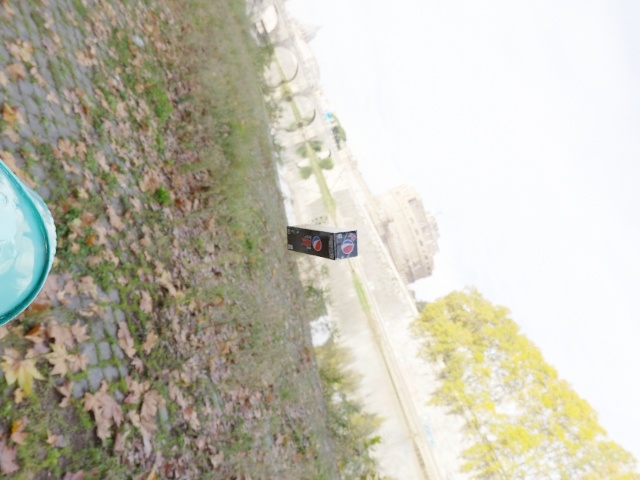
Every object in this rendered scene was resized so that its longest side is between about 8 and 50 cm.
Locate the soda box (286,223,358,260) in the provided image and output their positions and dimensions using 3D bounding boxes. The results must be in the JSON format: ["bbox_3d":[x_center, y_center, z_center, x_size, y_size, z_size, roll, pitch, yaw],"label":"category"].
[{"bbox_3d":[0.000,0.000,0.831,0.169,0.060,0.053,11,-75,54],"label":"soda box"}]

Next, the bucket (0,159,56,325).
[{"bbox_3d":[-0.492,-0.006,0.512,0.183,0.282,0.280,121,-51,-78],"label":"bucket"}]
